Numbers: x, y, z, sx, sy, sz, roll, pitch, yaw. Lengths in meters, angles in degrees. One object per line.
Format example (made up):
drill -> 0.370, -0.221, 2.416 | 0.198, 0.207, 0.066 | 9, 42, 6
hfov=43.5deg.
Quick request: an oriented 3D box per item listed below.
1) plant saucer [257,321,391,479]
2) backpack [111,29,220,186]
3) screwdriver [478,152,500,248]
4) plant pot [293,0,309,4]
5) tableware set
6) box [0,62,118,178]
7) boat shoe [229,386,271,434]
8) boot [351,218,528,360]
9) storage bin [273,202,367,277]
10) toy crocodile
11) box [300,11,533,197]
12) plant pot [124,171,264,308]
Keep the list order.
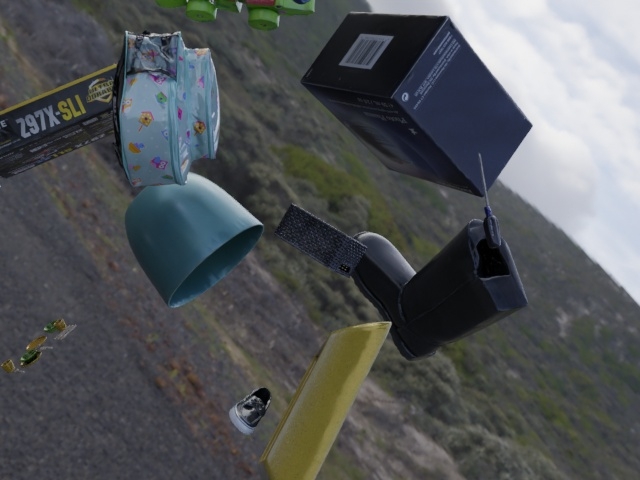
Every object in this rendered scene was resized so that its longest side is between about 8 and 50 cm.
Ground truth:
plant saucer -> -0.014, 0.292, 1.361 | 0.081, 0.333, 0.333 | 28, -18, 2
backpack -> -0.207, -0.166, 1.077 | 0.166, 0.144, 0.188 | 99, -3, -56
screwdriver -> 0.262, -0.065, 1.281 | 0.024, 0.025, 0.170 | 24, 49, -46
plant pot -> 0.013, -0.547, 1.347 | 0.212, 0.236, 0.236 | -18, -69, 46
tableware set -> -0.569, 0.208, 1.607 | 0.104, 0.154, 0.024 | -6, -59, 44
box -> -0.503, -0.221, 1.538 | 0.257, 0.322, 0.079 | -166, -128, -83
boat shoe -> -0.108, 0.264, 1.271 | 0.049, 0.040, 0.142 | 42, 7, 0
boot -> 0.249, 0.067, 1.859 | 0.367, 0.146, 0.445 | 57, -26, 9
storage bin -> 0.000, 0.000, 1.807 | 0.180, 0.084, 0.122 | 32, 2, 28
toy crocodile -> -0.180, -0.517, 1.675 | 0.340, 0.115, 0.105 | 7, -5, 2
box -> 0.174, -0.251, 1.474 | 0.294, 0.183, 0.296 | 39, -8, -35
plant pot -> -0.320, -0.022, 1.899 | 0.235, 0.293, 0.293 | 47, 4, 9
